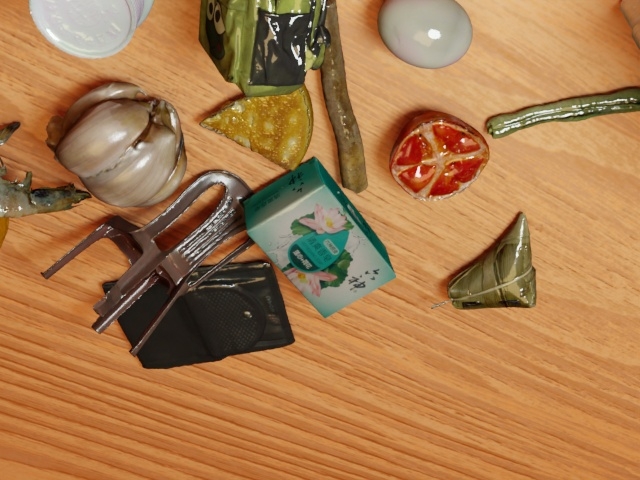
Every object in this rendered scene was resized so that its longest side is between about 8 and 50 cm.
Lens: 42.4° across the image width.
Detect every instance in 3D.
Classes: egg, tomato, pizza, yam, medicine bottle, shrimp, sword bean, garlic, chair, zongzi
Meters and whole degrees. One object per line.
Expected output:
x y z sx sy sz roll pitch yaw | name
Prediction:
0.143 -0.290 1.130 0.135 0.103 0.103 15 130 -12 | egg
0.179 -0.139 1.287 0.155 0.069 0.155 -2 130 -3 | tomato
-0.095 -0.177 1.274 0.176 0.036 0.185 -7 133 8 | pizza
0.030 -0.208 1.242 0.045 0.045 0.327 -22 132 -11 | yam
-0.267 -0.331 1.009 0.139 0.225 0.139 1 133 1 | medicine bottle
-0.451 -0.113 1.302 0.035 0.148 0.195 -12 179 41 | shrimp
0.389 -0.197 1.261 0.269 0.038 0.043 -9 106 8 | sword bean
-0.293 -0.123 1.238 0.191 0.160 0.214 -20 126 23 | garlic
-0.270 0.017 1.394 0.326 0.183 0.175 -46 130 -20 | chair
0.283 0.038 1.461 0.189 0.081 0.178 -4 111 21 | zongzi

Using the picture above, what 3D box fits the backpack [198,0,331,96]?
-0.069 -0.320 1.042 0.140 0.207 0.253 -6 126 -25 | backpack

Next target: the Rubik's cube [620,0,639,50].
0.609 -0.231 1.011 0.319 0.316 0.322 -35 112 27 | Rubik's cube

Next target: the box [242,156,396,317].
0.000 0.000 1.380 0.153 0.092 0.245 -32 125 12 | box

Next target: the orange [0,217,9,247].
-0.603 -0.038 1.289 0.219 0.193 0.219 -7 143 -6 | orange

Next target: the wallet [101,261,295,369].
-0.222 0.147 1.560 0.323 0.041 0.247 -7 130 9 | wallet
